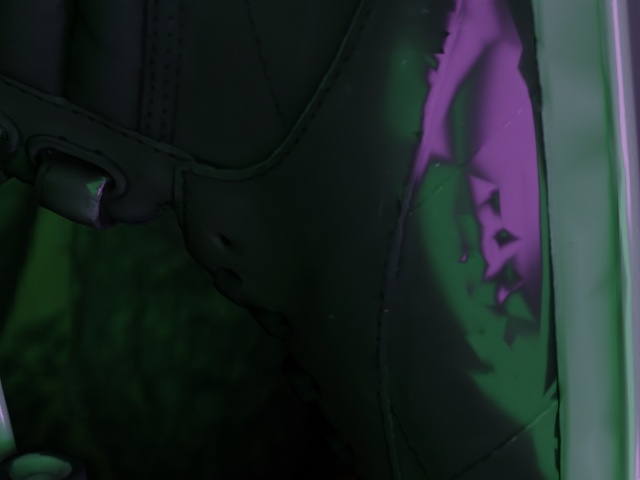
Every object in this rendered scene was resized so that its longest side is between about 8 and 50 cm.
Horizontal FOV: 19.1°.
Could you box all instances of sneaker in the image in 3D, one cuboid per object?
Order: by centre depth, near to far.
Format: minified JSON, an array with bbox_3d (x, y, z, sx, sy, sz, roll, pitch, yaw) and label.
[{"bbox_3d":[0.000,0.000,0.401,0.147,0.104,0.296,-3,111,17],"label":"sneaker"}]

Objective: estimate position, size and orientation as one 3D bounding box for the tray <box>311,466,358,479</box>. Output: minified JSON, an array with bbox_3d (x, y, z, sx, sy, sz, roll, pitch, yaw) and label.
[{"bbox_3d":[0.051,0.153,0.492,0.411,0.076,0.203,-19,90,-1],"label":"tray"}]

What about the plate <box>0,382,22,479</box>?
[{"bbox_3d":[-0.218,-0.027,0.414,0.278,0.045,0.277,-8,107,-1],"label":"plate"}]

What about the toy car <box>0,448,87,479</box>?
[{"bbox_3d":[-0.176,0.099,0.404,0.239,0.053,0.225,33,102,-13],"label":"toy car"}]
